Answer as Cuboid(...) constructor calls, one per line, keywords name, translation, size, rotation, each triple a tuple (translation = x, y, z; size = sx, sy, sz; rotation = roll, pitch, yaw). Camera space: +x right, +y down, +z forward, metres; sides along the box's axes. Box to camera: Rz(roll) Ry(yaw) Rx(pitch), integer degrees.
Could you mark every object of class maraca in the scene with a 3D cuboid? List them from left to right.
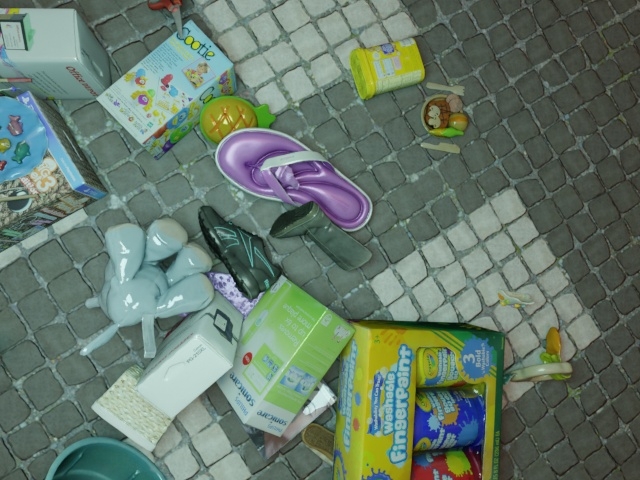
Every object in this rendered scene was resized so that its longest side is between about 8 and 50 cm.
Cuboid(name="maraca", translation=(-0.202, -0.289, 1.025), size=(0.185, 0.099, 0.127), rotation=(-1, 126, -22))

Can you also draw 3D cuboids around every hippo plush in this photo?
Cuboid(name="hippo plush", translation=(-0.377, 0.111, 0.921), size=(0.234, 0.236, 0.294), rotation=(12, 69, -29))

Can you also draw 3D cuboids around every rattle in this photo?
Cuboid(name="rattle", translation=(0.549, 0.316, 1.116), size=(0.199, 0.130, 0.143), rotation=(-12, 77, 18))

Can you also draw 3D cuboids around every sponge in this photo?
Cuboid(name="sponge", translation=(-0.241, 0.139, 1.029), size=(0.210, 0.031, 0.117), rotation=(9, 87, -8))

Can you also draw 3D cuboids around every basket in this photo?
Cuboid(name="basket", translation=(-0.408, 0.376, 0.954), size=(0.167, 0.113, 0.103), rotation=(40, 78, -4))

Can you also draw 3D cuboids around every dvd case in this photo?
Cuboid(name="dvd case", translation=(-0.093, 0.392, 1.016), size=(0.221, 0.018, 0.164), rotation=(-37, 72, -9))

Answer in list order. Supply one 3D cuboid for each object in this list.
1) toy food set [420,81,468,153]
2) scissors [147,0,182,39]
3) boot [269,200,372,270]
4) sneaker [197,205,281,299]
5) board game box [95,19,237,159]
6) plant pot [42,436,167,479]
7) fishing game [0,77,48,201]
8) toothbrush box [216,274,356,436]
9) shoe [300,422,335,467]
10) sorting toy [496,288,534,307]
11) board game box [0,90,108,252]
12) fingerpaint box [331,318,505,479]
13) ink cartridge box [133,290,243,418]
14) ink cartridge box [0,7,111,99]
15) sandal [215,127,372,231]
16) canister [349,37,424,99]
Cuboid(name="toy food set", translation=(0.340, -0.341, 1.133), size=(0.132, 0.038, 0.192), rotation=(5, 86, -8))
Cuboid(name="scissors", translation=(-0.332, -0.550, 0.970), size=(0.109, 0.021, 0.297), rotation=(-38, 51, -2))
Cuboid(name="boot", translation=(-0.001, 0.002, 1.041), size=(0.208, 0.189, 0.076), rotation=(37, 55, -31))
Cuboid(name="sneaker", translation=(-0.200, 0.016, 1.003), size=(0.106, 0.101, 0.267), rotation=(-31, 75, -24))
Cuboid(name="board game box", translation=(-0.348, -0.347, 0.984), size=(0.275, 0.142, 0.144), rotation=(-44, 92, -8))
Cuboid(name="plant pot", translation=(-0.516, 0.652, 0.829), size=(0.334, 0.341, 0.341), rotation=(-42, 93, -1))
Cuboid(name="fishing game", translation=(-0.660, -0.207, 0.841), size=(0.189, 0.041, 0.264), rotation=(-4, 87, -11))
Cuboid(name="toothbrush box", translation=(-0.091, 0.249, 0.944), size=(0.283, 0.206, 0.122), rotation=(-54, 129, -6))
Cuboid(name="shoe", translation=(0.038, 0.523, 1.041), size=(0.219, 0.058, 0.077), rotation=(39, 62, -8))
Cuboid(name="sorting toy", translation=(0.529, 0.160, 1.115), size=(0.083, 0.075, 0.045), rotation=(9, 85, -7))
Cuboid(name="board game box", translation=(-0.687, -0.142, 0.925), size=(0.291, 0.141, 0.232), rotation=(-32, 92, -8))
Cuboid(name="fingerpaint box", translation=(0.231, 0.422, 0.982), size=(0.371, 0.163, 0.445), rotation=(6, 86, -19))
Cuboid(name="ink cartridge box", translation=(-0.269, 0.232, 0.895), size=(0.172, 0.237, 0.100), rotation=(-41, 104, 5))
Cuboid(name="ink cartridge box", translation=(-0.638, -0.401, 0.915), size=(0.278, 0.201, 0.117), rotation=(-4, 88, -8))
Cuboid(name="sandal", translation=(-0.045, -0.150, 1.002), size=(0.416, 0.102, 0.169), rotation=(22, 95, -16))
Cuboid(name="canister", translation=(0.177, -0.457, 1.100), size=(0.169, 0.073, 0.126), rotation=(-18, 90, -10))
